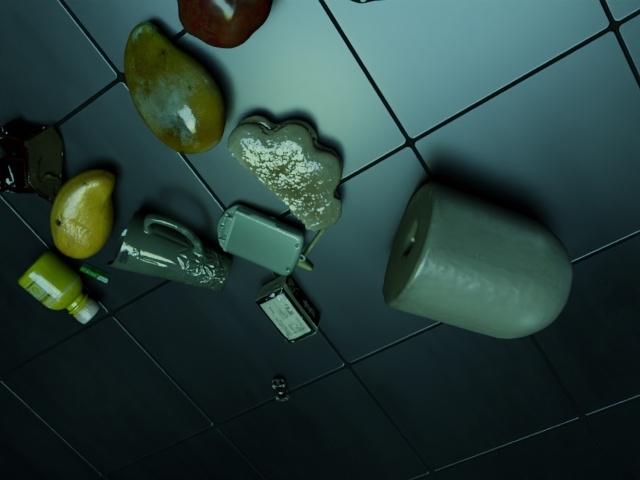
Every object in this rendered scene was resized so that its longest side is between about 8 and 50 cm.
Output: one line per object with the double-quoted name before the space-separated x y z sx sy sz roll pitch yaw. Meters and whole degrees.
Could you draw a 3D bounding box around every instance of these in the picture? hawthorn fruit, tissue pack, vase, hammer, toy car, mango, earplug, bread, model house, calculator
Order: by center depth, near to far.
"hawthorn fruit" -0.184 -0.497 1.337 0.208 0.248 0.208 -6 104 -25
"mango" -0.340 -0.342 1.509 0.192 0.146 0.316 -30 102 17
"earplug" 0.381 0.062 1.562 0.393 0.313 0.313 17 120 -7
"bread" -0.058 -0.177 1.589 0.183 0.102 0.337 -39 109 24
"model house" -0.749 -0.201 1.662 0.164 0.141 0.203 13 101 22
"mango" -0.606 -0.073 1.701 0.157 0.109 0.262 14 110 -27
"calculator" -0.151 0.001 1.715 0.246 0.045 0.141 23 118 3
"vase" -0.382 0.034 1.722 0.300 0.156 0.251 21 139 -12
"hammer" 0.000 0.000 1.726 0.060 0.028 0.195 28 117 -15
"tissue pack" -0.087 0.188 1.803 0.103 0.090 0.170 -27 111 19
"toy car" -0.119 0.448 1.987 0.041 0.025 0.093 -7 121 8

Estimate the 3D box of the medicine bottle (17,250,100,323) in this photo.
"medicine bottle" -0.714 0.139 1.829 0.121 0.122 0.212 -36 109 23

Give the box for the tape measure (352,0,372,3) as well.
"tape measure" 0.141 -0.586 1.333 0.235 0.115 0.207 3 117 4

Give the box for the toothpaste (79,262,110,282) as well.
"toothpaste" -0.630 0.091 1.851 0.083 0.020 0.017 27 121 -8
